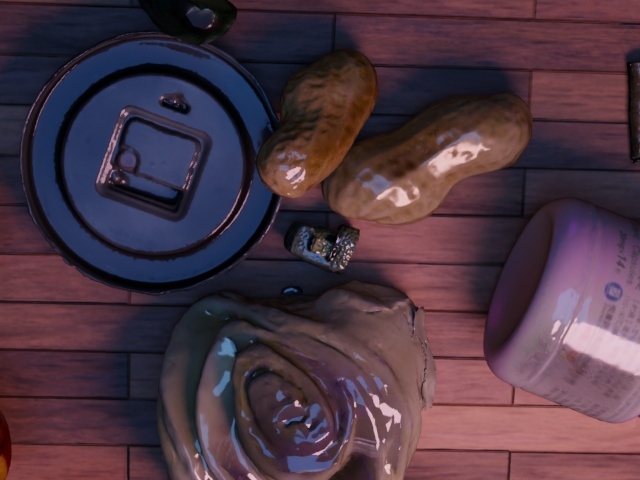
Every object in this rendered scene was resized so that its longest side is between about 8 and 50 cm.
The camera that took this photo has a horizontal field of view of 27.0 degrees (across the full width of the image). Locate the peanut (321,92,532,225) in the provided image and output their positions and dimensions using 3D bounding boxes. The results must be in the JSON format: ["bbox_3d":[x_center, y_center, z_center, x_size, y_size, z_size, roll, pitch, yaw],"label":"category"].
[{"bbox_3d":[0.135,-0.095,1.637,0.275,0.111,0.125,-25,104,2],"label":"peanut"}]

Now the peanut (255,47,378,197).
[{"bbox_3d":[-0.006,-0.141,1.595,0.108,0.095,0.226,32,60,-7],"label":"peanut"}]

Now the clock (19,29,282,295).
[{"bbox_3d":[-0.203,-0.095,1.644,0.325,0.067,0.325,0,99,-3],"label":"clock"}]

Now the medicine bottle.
[{"bbox_3d":[0.376,0.104,1.615,0.302,0.241,0.241,22,98,-6],"label":"medicine bottle"}]

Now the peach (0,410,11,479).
[{"bbox_3d":[-0.513,0.240,1.597,0.275,0.248,0.245,-15,88,-5],"label":"peach"}]

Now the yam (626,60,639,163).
[{"bbox_3d":[0.405,-0.161,1.681,0.033,0.027,0.129,-5,100,-1],"label":"yam"}]

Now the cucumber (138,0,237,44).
[{"bbox_3d":[-0.161,-0.266,1.536,0.115,0.244,0.063,17,102,-18],"label":"cucumber"}]

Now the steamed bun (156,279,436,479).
[{"bbox_3d":[-0.032,0.207,1.616,0.347,0.237,0.394,42,96,-8],"label":"steamed bun"}]

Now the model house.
[{"bbox_3d":[0.000,0.000,1.663,0.083,0.079,0.066,22,96,-5],"label":"model house"}]
